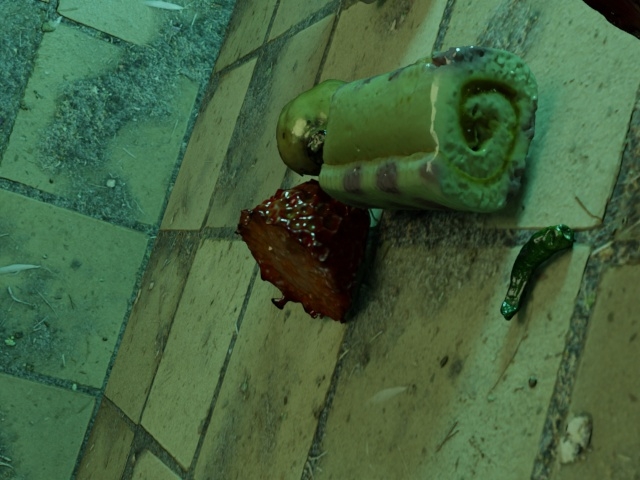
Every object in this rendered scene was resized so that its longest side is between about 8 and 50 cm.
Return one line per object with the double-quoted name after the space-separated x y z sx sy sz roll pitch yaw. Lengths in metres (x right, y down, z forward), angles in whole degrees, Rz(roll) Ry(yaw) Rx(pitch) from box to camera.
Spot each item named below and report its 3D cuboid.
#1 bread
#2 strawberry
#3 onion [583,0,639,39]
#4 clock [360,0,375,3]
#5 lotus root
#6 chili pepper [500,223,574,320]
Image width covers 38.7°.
0.124 -0.127 1.152 0.338 0.155 0.187 -176 95 -66 "bread"
0.000 0.000 1.372 0.178 0.234 0.234 -45 12 -23 "strawberry"
0.325 -0.289 0.742 0.281 0.221 0.281 -34 38 31 "onion"
0.132 -0.601 1.541 0.326 0.184 0.342 -16 62 59 "clock"
0.010 -0.172 1.419 0.160 0.146 0.284 -47 11 15 "lotus root"
0.219 0.026 0.956 0.118 0.035 0.055 -57 8 21 "chili pepper"
